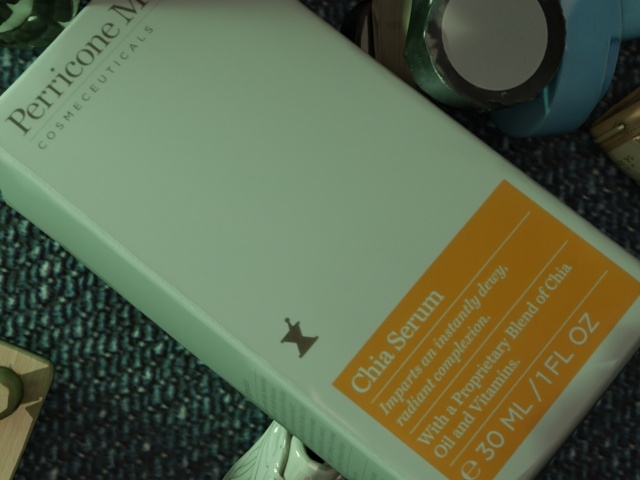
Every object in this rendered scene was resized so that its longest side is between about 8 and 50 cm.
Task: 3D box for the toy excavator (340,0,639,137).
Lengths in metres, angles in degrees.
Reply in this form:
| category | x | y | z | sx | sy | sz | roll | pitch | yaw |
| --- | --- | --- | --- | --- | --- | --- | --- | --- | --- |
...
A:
| category | x | y | z | sx | sy | sz | roll | pitch | yaw |
| --- | --- | --- | --- | --- | --- | --- | --- | --- | --- |
| toy excavator | 0.240 | -0.299 | 1.351 | 0.445 | 0.222 | 0.432 | -4 | 91 | -17 |

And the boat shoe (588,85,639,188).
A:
| category | x | y | z | sx | sy | sz | roll | pitch | yaw |
| --- | --- | --- | --- | --- | --- | --- | --- | --- | --- |
| boat shoe | 0.335 | -0.156 | 1.386 | 0.089 | 0.104 | 0.285 | 42 | 89 | -6 |

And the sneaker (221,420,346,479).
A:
| category | x | y | z | sx | sy | sz | roll | pitch | yaw |
| --- | --- | --- | --- | --- | --- | --- | --- | --- | --- |
| sneaker | -0.024 | 0.185 | 1.366 | 0.090 | 0.115 | 0.232 | 25 | 90 | -3 |

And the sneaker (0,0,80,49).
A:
| category | x | y | z | sx | sy | sz | roll | pitch | yaw |
| --- | --- | --- | --- | --- | --- | --- | --- | --- | --- |
| sneaker | -0.195 | -0.274 | 1.250 | 0.158 | 0.410 | 0.182 | 30 | 58 | -21 |

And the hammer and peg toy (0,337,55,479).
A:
| category | x | y | z | sx | sy | sz | roll | pitch | yaw |
| --- | --- | --- | --- | --- | --- | --- | --- | --- | --- |
| hammer and peg toy | -0.388 | 0.210 | 1.339 | 0.266 | 0.127 | 0.361 | 23 | 90 | -3 |

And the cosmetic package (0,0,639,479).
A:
| category | x | y | z | sx | sy | sz | roll | pitch | yaw |
| --- | --- | --- | --- | --- | --- | --- | --- | --- | --- |
| cosmetic package | 0.000 | 0.000 | 1.276 | 0.453 | 0.161 | 0.230 | 38 | 76 | 10 |
